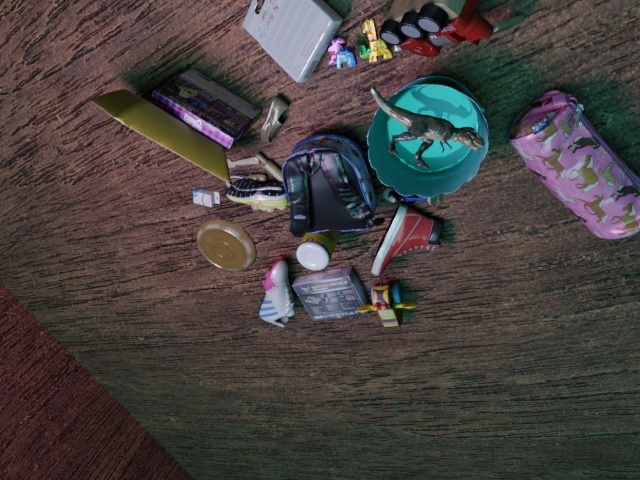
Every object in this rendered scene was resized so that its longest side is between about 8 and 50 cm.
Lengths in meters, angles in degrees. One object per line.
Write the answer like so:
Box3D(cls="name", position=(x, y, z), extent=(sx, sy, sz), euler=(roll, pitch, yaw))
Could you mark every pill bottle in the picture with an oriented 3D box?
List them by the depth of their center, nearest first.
Box3D(cls="pill bottle", position=(0.000, 0.000, 1.456), extent=(0.103, 0.184, 0.103), euler=(10, 128, 13))

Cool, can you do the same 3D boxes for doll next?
Box3D(cls="doll", position=(0.252, -0.124, 1.320), extent=(0.189, 0.129, 0.046), euler=(9, 106, 48))

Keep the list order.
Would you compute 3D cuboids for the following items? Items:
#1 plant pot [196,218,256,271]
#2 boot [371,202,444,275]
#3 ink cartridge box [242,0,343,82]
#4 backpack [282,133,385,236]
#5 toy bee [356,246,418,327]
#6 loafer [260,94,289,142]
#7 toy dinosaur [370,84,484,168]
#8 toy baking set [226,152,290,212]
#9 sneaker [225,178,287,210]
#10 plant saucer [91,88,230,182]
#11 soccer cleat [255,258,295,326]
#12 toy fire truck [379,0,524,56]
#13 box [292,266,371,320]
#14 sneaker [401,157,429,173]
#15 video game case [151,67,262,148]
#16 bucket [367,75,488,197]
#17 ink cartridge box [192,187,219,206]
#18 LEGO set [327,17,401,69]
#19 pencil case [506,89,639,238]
Box3D(cls="plant pot", position=(-0.348, 0.027, 1.703), extent=(0.236, 0.032, 0.236), euler=(10, 129, 13))
Box3D(cls="boot", position=(0.269, 0.027, 1.425), extent=(0.176, 0.088, 0.244), euler=(23, 115, -2))
Box3D(cls="ink cartridge box", position=(-0.075, -0.537, 1.163), extent=(0.224, 0.056, 0.181), euler=(48, 130, 11))
Box3D(cls="backpack", position=(0.025, -0.163, 1.308), extent=(0.276, 0.213, 0.263), euler=(-7, 131, 17))
Box3D(cls="toy bee", position=(0.201, 0.200, 1.550), extent=(0.195, 0.162, 0.298), euler=(-27, 115, 31))
Box3D(cls="loafer", position=(-0.129, -0.335, 1.330), extent=(0.050, 0.056, 0.148), euler=(28, 131, 5))
Box3D(cls="toy dinosaur", position=(0.213, -0.230, 1.028), extent=(0.268, 0.064, 0.118), euler=(24, 103, 6))
Box3D(cls="toy baking set", position=(-0.200, -0.184, 1.488), extent=(0.197, 0.030, 0.256), euler=(-32, 110, 36))
Box3D(cls="sneaker", position=(-0.196, -0.130, 1.466), extent=(0.208, 0.081, 0.094), euler=(8, 144, 17))
Box3D(cls="plant saucer", position=(-0.422, -0.304, 1.289), extent=(0.333, 0.333, 0.081), euler=(29, 92, -41))
Box3D(cls="soccer cleat", position=(-0.140, 0.194, 1.702), extent=(0.143, 0.116, 0.331), euler=(29, 138, 8))
Box3D(cls="toy fire truck", position=(0.291, -0.468, 1.014), extent=(0.246, 0.217, 0.158), euler=(23, 91, -27))
Box3D(cls="box", position=(0.040, 0.195, 1.675), extent=(0.231, 0.056, 0.183), euler=(-13, 120, 27))
Box3D(cls="sneaker", position=(0.283, -0.195, 1.289), extent=(0.158, 0.061, 0.065), euler=(23, 123, 1))
Box3D(cls="video game case", position=(-0.298, -0.362, 1.269), extent=(0.232, 0.210, 0.042), euler=(30, 128, -5))
Box3D(cls="bucket", position=(0.261, -0.255, 1.140), extent=(0.281, 0.183, 0.281), euler=(7, 115, 14))
Box3D(cls="ink cartridge box", position=(-0.385, -0.144, 1.587), extent=(0.083, 0.028, 0.048), euler=(13, 129, 9))
Box3D(cls="LEGO set", position=(0.108, -0.477, 1.116), extent=(0.227, 0.087, 0.093), euler=(-4, 125, 21))
Box3D(cls="pencil case", position=(0.624, -0.171, 1.121), extent=(0.386, 0.167, 0.160), euler=(42, 96, -14))
